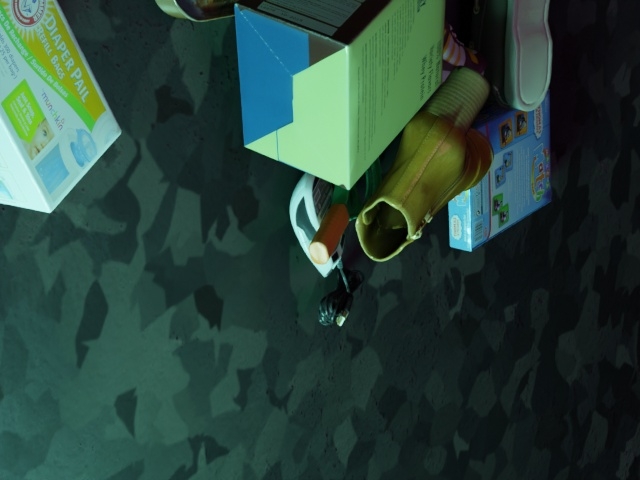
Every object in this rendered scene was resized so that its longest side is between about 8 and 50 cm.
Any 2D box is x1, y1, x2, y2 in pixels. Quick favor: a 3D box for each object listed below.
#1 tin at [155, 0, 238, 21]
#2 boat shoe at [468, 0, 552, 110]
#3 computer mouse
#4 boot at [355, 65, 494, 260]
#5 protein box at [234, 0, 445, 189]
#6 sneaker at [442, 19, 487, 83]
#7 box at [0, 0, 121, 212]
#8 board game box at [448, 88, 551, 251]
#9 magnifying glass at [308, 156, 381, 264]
[{"bbox_3d":[-0.102,-0.280,1.765,0.189,0.040,0.106,-18,118,-52],"label":"tin"},{"bbox_3d":[0.236,-0.317,2.187,0.109,0.091,0.305,-8,105,-48],"label":"boat shoe"},{"bbox_3d":[0.000,0.000,1.976,0.106,0.042,0.193,-62,143,-50],"label":"computer mouse"},{"bbox_3d":[0.112,-0.062,2.030,0.211,0.104,0.295,-57,169,-17],"label":"boot"},{"bbox_3d":[0.024,-0.204,1.836,0.201,0.136,0.200,-49,152,-35],"label":"protein box"},{"bbox_3d":[0.145,-0.233,2.098,0.185,0.069,0.084,-14,115,-54],"label":"sneaker"},{"bbox_3d":[-0.274,-0.140,1.500,0.114,0.103,0.203,-54,138,-32],"label":"box"},{"bbox_3d":[0.236,-0.096,2.291,0.211,0.039,0.160,-28,121,-48],"label":"board game box"},{"bbox_3d":[0.030,-0.042,1.964,0.231,0.026,0.092,-59,140,-55],"label":"magnifying glass"}]
